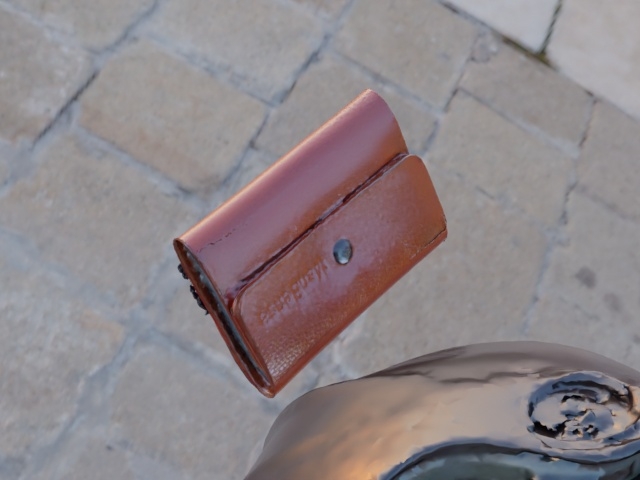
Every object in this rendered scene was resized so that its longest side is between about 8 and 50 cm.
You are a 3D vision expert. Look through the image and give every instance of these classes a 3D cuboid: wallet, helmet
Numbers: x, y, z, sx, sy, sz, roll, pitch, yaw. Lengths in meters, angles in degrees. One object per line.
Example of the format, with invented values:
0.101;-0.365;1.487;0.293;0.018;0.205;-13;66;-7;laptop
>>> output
0.000;0.000;0.916;0.204;0.045;0.142;-40;117;-28;wallet
0.087;0.149;0.603;0.305;0.225;0.177;-11;26;-8;helmet
